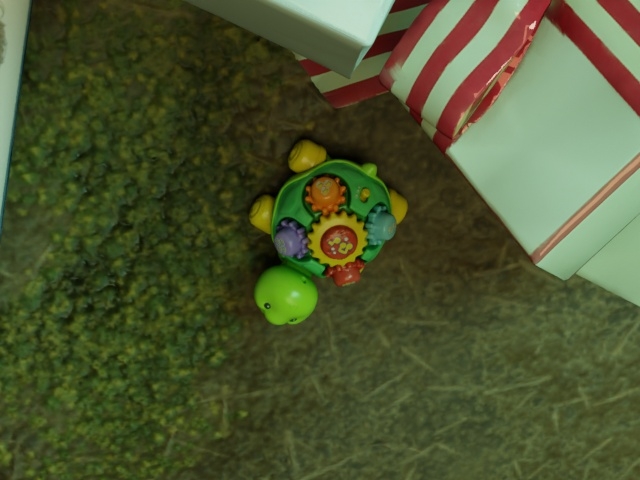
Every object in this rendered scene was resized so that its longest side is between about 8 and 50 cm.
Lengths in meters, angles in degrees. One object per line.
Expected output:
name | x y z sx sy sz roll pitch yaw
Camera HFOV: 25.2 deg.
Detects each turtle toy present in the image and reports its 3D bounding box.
turtle toy | 0.000 0.000 0.978 0.095 0.066 0.130 29 110 -22

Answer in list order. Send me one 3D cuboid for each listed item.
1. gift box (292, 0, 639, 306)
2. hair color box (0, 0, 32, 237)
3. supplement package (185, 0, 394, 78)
gift box | 0.153 -0.127 0.809 0.255 0.276 0.258 -49 149 12
hair color box | -0.285 -0.033 0.894 0.173 0.105 0.347 7 115 -13
supplement package | -0.016 -0.236 0.635 0.199 0.198 0.263 25 92 -2
